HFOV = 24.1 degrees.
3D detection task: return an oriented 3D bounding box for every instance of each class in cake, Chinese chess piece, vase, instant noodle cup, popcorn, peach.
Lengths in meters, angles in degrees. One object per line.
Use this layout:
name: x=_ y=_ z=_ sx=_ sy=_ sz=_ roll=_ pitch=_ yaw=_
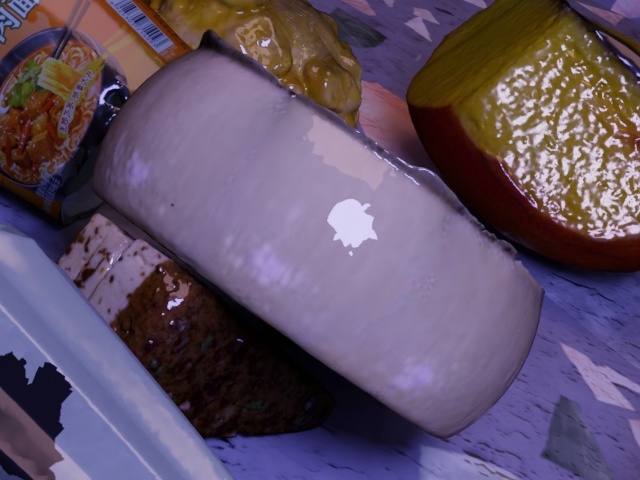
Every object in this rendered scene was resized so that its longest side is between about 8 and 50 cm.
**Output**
cake: x=-0.074 y=0.058 z=1.029 sx=0.246 sy=0.135 sz=0.112 roll=2 pitch=33 yaw=-43
Chinese chess piece: x=0.000 y=0.000 z=1.069 sx=0.338 sy=0.140 sz=0.338 roll=37 pitch=-2 yaw=2
vase: x=-0.092 y=0.143 z=0.688 sx=0.360 sy=0.165 sz=0.165 roll=40 pitch=27 yaw=18
instant noodle cup: x=-0.216 y=-0.134 z=1.185 sx=0.182 sy=0.230 sz=0.230 roll=39 pitch=25 yaw=3
popcorn: x=-0.074 y=-0.151 z=1.393 sx=0.250 sy=0.190 sz=0.250 roll=32 pitch=14 yaw=-9
peach: x=0.263 y=-0.101 z=1.559 sx=0.306 sy=0.242 sz=0.380 roll=41 pitch=6 yaw=-19
